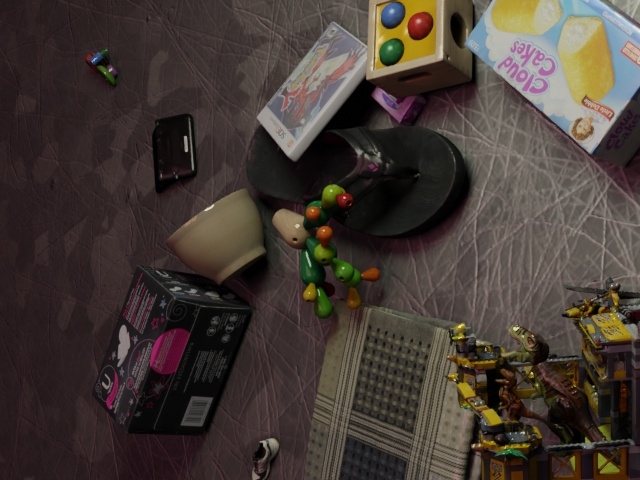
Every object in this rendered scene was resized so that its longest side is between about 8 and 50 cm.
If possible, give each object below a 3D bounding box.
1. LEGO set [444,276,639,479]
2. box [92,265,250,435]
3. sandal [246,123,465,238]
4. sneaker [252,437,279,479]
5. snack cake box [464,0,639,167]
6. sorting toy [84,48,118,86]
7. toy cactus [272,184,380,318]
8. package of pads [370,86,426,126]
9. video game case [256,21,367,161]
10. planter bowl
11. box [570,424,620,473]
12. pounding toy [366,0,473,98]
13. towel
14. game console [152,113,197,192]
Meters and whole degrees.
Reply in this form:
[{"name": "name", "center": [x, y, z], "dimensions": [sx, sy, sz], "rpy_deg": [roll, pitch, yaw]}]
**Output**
[{"name": "LEGO set", "center": [0.261, 0.130, 1.178], "dimensions": [0.255, 0.331, 0.192], "rpy_deg": [-2, 106, 9]}, {"name": "box", "center": [-0.252, 0.185, 1.806], "dimensions": [0.142, 0.163, 0.247], "rpy_deg": [34, 107, 46]}, {"name": "sandal", "center": [0.021, -0.102, 1.619], "dimensions": [0.446, 0.107, 0.167], "rpy_deg": [11, 90, 45]}, {"name": "sneaker", "center": [-0.098, 0.352, 1.713], "dimensions": [0.032, 0.037, 0.083], "rpy_deg": [32, 107, 41]}, {"name": "snack cake box", "center": [0.321, -0.233, 1.355], "dimensions": [0.152, 0.089, 0.264], "rpy_deg": [-57, 49, 21]}, {"name": "sorting toy", "center": [-0.436, -0.356, 2.166], "dimensions": [0.042, 0.061, 0.102], "rpy_deg": [-43, 55, -11]}, {"name": "toy cactus", "center": [0.000, 0.000, 1.561], "dimensions": [0.180, 0.112, 0.219], "rpy_deg": [38, 144, 43]}, {"name": "package of pads", "center": [0.116, -0.213, 1.596], "dimensions": [0.083, 0.032, 0.050], "rpy_deg": [49, 117, 37]}, {"name": "video game case", "center": [-0.009, -0.234, 1.657], "dimensions": [0.201, 0.023, 0.183], "rpy_deg": [-50, 30, 8]}, {"name": "planter bowl", "center": [-0.156, 0.004, 1.762], "dimensions": [0.162, 0.162, 0.109], "rpy_deg": [-37, 86, 35]}, {"name": "box", "center": [0.364, 0.302, 1.255], "dimensions": [0.109, 0.042, 0.178], "rpy_deg": [-34, 60, 36]}, {"name": "pounding toy", "center": [0.161, -0.327, 1.511], "dimensions": [0.181, 0.094, 0.206], "rpy_deg": [-9, 71, 37]}, {"name": "towel", "center": [0.109, 0.259, 1.523], "dimensions": [0.312, 0.056, 0.324], "rpy_deg": [14, 96, 48]}, {"name": "game console", "center": [-0.273, -0.161, 1.991], "dimensions": [0.107, 0.071, 0.122], "rpy_deg": [-10, 75, 13]}]
